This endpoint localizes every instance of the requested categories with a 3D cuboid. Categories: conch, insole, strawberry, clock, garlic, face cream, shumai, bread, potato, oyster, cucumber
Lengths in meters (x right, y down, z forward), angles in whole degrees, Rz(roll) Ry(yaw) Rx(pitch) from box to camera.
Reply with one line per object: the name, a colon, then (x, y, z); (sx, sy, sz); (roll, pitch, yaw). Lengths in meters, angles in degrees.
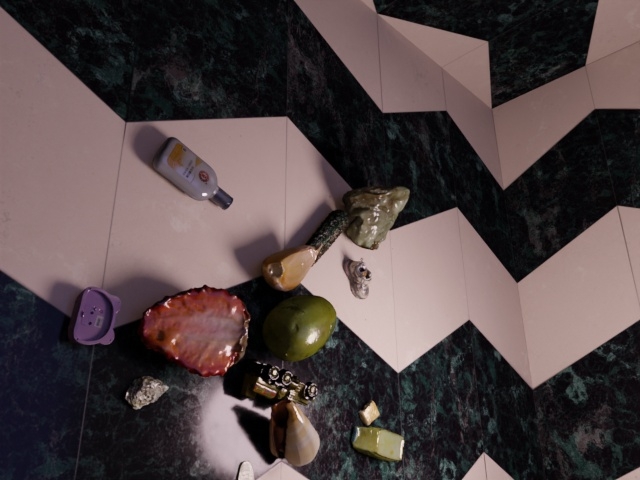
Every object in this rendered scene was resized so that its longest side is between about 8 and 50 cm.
conch: (-0.087, 0.611, 1.707); (0.127, 0.158, 0.255); (-65, 150, -70)
insole: (-0.226, 0.778, 1.603); (0.063, 0.010, 0.192); (10, 68, -45)
strawberry: (-0.377, 0.265, 1.555); (0.335, 0.149, 0.265); (13, 72, -32)
clock: (-0.600, 0.206, 1.394); (0.110, 0.050, 0.153); (25, 58, -38)
garlic: (-0.108, 0.089, 1.877); (0.244, 0.164, 0.145); (-31, 80, -41)
face cream: (-0.413, -0.206, 1.738); (0.291, 0.070, 0.144); (43, 48, -28)
shumai: (0.239, -0.090, 2.243); (0.309, 0.303, 0.264); (1, 88, -57)
bread: (0.192, 0.682, 2.070); (0.083, 0.035, 0.070); (-34, 100, -41)
potato: (-0.068, 0.293, 1.812); (0.304, 0.215, 0.216); (-31, 98, -43)
oyster: (-0.480, 0.421, 1.450); (0.098, 0.037, 0.100); (47, 47, -24)
cucumber: (0.000, 0.000, 2.081); (0.096, 0.096, 0.359); (56, 43, -15)

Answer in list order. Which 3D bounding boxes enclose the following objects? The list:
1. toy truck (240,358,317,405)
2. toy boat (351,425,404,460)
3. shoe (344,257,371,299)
toy truck: (-0.135, 0.487, 1.737); (0.257, 0.127, 0.127); (30, 70, -37)
toy boat: (0.238, 0.791, 2.040); (0.276, 0.084, 0.111); (34, 55, -35)
shoe: (0.174, 0.156, 2.209); (0.089, 0.092, 0.180); (-24, 93, -49)
